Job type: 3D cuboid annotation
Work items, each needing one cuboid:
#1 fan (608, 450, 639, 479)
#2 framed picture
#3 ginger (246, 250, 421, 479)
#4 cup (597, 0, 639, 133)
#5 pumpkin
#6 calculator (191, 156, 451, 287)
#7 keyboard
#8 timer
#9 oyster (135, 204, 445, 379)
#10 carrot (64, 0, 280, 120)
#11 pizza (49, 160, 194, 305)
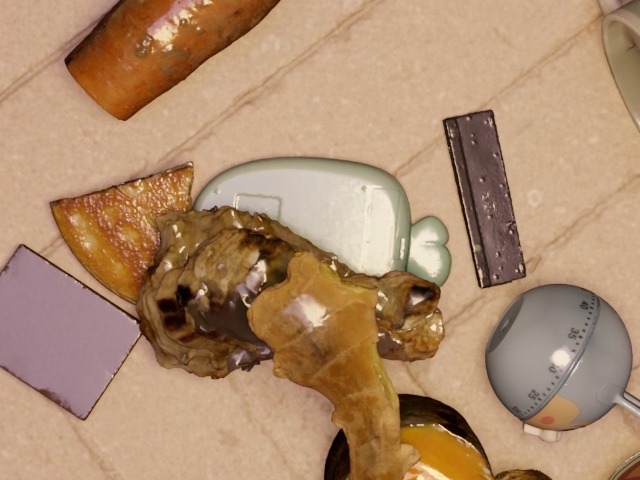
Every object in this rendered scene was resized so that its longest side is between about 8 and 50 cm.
[{"bbox_3d":[0.329,0.328,1.788,0.132,0.009,0.220,34,102,-22],"label":"fan"},{"bbox_3d":[-0.298,0.102,1.797,0.168,0.023,0.128,33,89,0],"label":"framed picture"},{"bbox_3d":[0.018,0.150,1.615,0.131,0.086,0.295,-20,111,-12],"label":"ginger"},{"bbox_3d":[0.455,-0.227,1.710,0.274,0.259,0.357,-28,59,-1],"label":"cup"},{"bbox_3d":[0.149,0.306,1.747,0.221,0.139,0.317,-33,88,5],"label":"pumpkin"},{"bbox_3d":[0.000,0.000,1.788,0.295,0.042,0.184,5,90,1],"label":"calculator"},{"bbox_3d":[0.183,-0.046,1.803,0.060,0.018,0.196,-11,90,-8],"label":"keyboard"},{"bbox_3d":[0.284,0.165,1.739,0.175,0.175,0.255,-35,98,0],"label":"timer"},{"bbox_3d":[-0.035,0.077,1.705,0.337,0.133,0.198,7,118,6],"label":"oyster"},{"bbox_3d":[-0.134,-0.260,1.748,0.138,0.139,0.302,44,97,0],"label":"carrot"},{"bbox_3d":[-0.202,-0.026,1.777,0.184,0.036,0.176,31,101,3],"label":"pizza"}]
